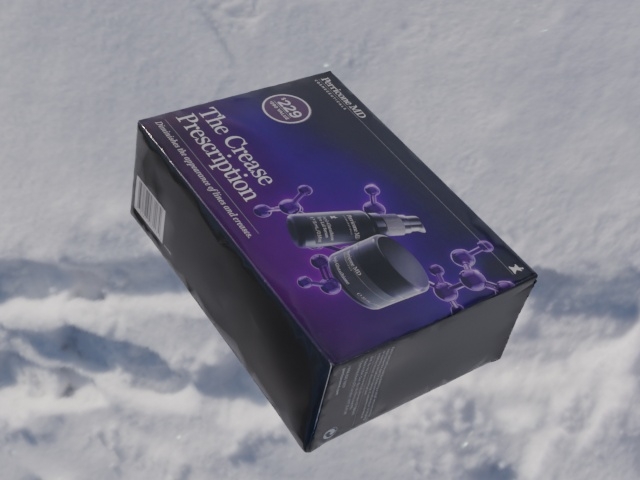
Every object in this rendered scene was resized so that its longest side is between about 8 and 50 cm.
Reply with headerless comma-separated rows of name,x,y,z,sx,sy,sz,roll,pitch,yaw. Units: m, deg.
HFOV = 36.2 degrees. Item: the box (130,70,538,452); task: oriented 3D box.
box,0.000,0.000,0.733,0.261,0.184,0.103,49,141,32
